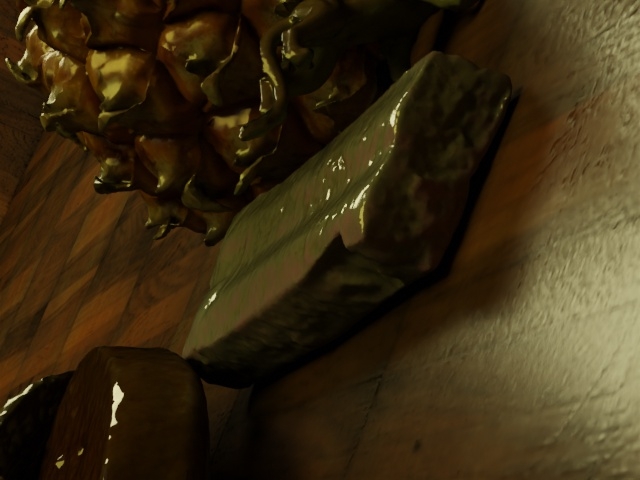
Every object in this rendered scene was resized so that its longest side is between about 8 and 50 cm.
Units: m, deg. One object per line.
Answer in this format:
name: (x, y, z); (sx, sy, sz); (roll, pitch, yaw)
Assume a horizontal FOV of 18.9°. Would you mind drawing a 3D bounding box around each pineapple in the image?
pineapple: (-0.131, -0.116, 1.186); (0.209, 0.286, 0.344); (-69, 13, -20)

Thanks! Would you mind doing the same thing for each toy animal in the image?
toy animal: (0.026, -0.110, 1.006); (0.220, 0.086, 0.069); (-47, -23, -39)

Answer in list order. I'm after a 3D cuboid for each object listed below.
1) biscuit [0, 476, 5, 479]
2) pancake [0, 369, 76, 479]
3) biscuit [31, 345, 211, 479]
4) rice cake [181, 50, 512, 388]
biscuit: (-0.226, 0.212, 0.997); (0.220, 0.033, 0.220); (-30, 32, 21)
pancake: (-0.186, 0.167, 1.236); (0.199, 0.021, 0.199); (-48, -27, -35)
biscuit: (-0.133, 0.223, 1.024); (0.394, 0.070, 0.350); (-149, 77, -78)
rice cake: (0.000, 0.001, 0.974); (0.298, 0.050, 0.106); (-36, 32, 64)
